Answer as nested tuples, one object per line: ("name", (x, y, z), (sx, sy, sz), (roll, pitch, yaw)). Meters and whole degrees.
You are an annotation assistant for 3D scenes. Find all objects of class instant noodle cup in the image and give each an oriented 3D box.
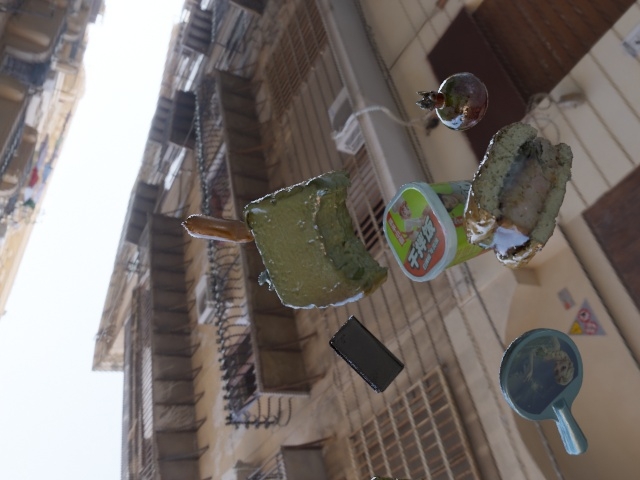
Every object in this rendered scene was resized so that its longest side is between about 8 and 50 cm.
("instant noodle cup", (0.394, -0.050, 1.757), (0.308, 0.293, 0.293), (-13, -120, -29))

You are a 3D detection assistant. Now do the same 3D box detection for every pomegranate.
("pomegranate", (0.303, -0.320, 1.331), (0.159, 0.129, 0.129), (18, -138, -38))

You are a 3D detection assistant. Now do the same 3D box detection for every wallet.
("wallet", (0.123, 0.306, 1.597), (0.198, 0.031, 0.110), (45, -112, 4))

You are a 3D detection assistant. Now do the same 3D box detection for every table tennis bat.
("table tennis bat", (0.379, 0.253, 0.973), (0.149, 0.038, 0.237), (-31, -77, -12))

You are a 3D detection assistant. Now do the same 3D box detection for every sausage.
("sausage", (-0.236, -0.026, 1.402), (0.183, 0.054, 0.062), (7, -118, -18))

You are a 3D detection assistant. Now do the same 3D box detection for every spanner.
("spanner", (-0.118, -0.006, 1.682), (0.071, 0.018, 0.301), (25, -112, -31))

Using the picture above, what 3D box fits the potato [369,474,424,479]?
("potato", (0.177, 0.559, 1.277), (0.188, 0.105, 0.085), (28, -179, -21))

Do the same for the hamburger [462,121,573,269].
("hamburger", (0.269, -0.066, 0.847), (0.124, 0.130, 0.262), (32, -132, 7))

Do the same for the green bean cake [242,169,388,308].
("green bean cake", (0.000, 0.000, 1.115), (0.124, 0.233, 0.236), (-31, -76, -49))
